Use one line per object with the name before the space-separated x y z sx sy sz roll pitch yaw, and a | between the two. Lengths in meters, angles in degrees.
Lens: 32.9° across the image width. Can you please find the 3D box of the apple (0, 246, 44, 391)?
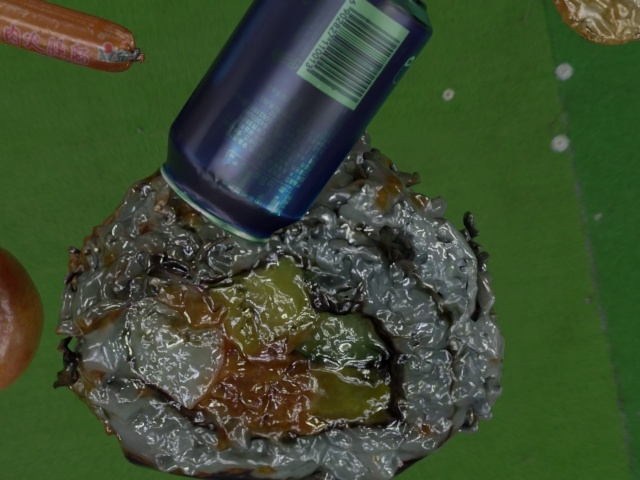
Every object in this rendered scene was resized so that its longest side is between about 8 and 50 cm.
apple | -0.549 0.123 1.696 0.253 0.253 0.254 0 84 -3

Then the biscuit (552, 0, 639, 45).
biscuit | 0.295 -0.222 0.817 0.247 0.029 0.118 -11 90 16

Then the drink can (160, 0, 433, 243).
drink can | -0.020 -0.105 0.757 0.118 0.118 0.205 37 102 2

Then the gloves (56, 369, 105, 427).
gloves | -0.266 0.270 1.747 0.331 0.154 0.141 14 42 -8

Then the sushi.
sushi | -0.031 0.074 0.969 0.417 0.176 0.417 1 128 2

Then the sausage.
sausage | -0.338 -0.230 1.074 0.347 0.053 0.053 18 83 5
